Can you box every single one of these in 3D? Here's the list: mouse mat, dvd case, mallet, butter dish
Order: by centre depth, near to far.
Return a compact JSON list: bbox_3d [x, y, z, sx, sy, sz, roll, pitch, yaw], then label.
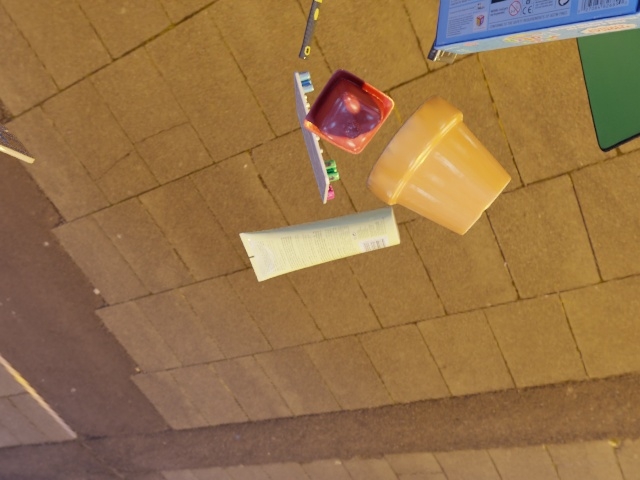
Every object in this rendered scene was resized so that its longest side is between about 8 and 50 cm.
[{"bbox_3d":[0.306,-0.197,0.490,0.007,0.152,0.189,-8,85,0],"label":"mouse mat"},{"bbox_3d":[-0.011,-0.383,0.755,0.039,0.062,0.189,38,114,43],"label":"mallet"},{"bbox_3d":[0.065,-0.260,1.058,0.160,0.118,0.159,25,120,-21],"label":"butter dish"},{"bbox_3d":[0.374,-0.600,1.310,0.030,0.179,0.238,31,119,19],"label":"dvd case"}]

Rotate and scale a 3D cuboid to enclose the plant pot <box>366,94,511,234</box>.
[{"bbox_3d":[0.217,-0.117,0.856,0.188,0.205,0.205,40,125,11],"label":"plant pot"}]

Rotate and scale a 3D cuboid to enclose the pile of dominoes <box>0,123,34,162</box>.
[{"bbox_3d":[-0.564,-0.183,0.688,0.196,0.251,0.040,35,94,40],"label":"pile of dominoes"}]

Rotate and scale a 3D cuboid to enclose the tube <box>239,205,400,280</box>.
[{"bbox_3d":[0.000,0.000,0.758,0.241,0.062,0.069,-14,76,10],"label":"tube"}]

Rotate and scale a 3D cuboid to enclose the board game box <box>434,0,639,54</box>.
[{"bbox_3d":[0.156,-0.245,0.322,0.160,0.039,0.211,21,112,55],"label":"board game box"}]

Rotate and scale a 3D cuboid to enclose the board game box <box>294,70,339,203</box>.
[{"bbox_3d":[-0.015,-0.354,1.750,0.051,0.390,0.389,-16,85,-3],"label":"board game box"}]
